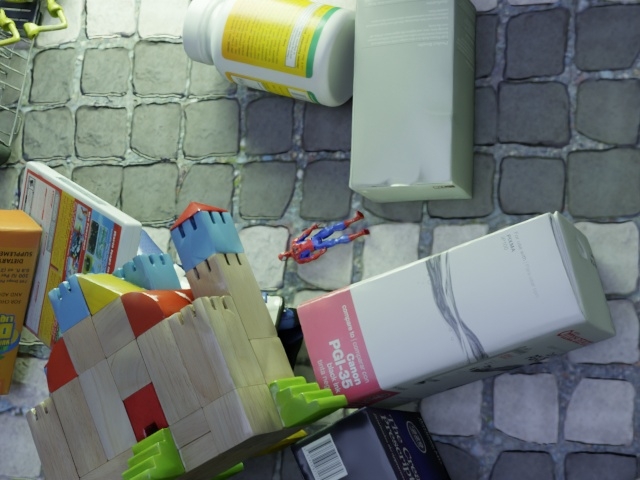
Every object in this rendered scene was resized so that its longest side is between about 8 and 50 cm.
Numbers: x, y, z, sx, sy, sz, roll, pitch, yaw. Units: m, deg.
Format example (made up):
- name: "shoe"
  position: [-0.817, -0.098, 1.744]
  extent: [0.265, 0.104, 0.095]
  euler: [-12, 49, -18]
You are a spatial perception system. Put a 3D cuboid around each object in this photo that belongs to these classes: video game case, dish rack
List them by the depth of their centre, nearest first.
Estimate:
- name: "video game case"
  position: [-0.310, 0.036, 1.475]
  extent: [0.285, 0.025, 0.204]
  euler: [27, 109, 50]
- name: "dish rack"
  position: [-0.495, -0.236, 1.665]
  extent: [0.208, 0.074, 0.272]
  euler: [9, 83, 22]

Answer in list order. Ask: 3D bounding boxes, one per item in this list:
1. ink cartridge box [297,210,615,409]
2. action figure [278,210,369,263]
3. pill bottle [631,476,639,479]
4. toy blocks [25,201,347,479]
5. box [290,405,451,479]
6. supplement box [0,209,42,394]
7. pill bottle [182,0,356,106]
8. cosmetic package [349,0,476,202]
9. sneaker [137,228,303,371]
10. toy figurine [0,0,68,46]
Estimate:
- name: "ink cartridge box"
  position: [0.149, 0.083, 1.268]
  extent: [0.283, 0.207, 0.117]
  euler: [-21, 75, 18]
- name: "action figure"
  position: [0.000, 0.000, 1.444]
  extent: [0.115, 0.030, 0.038]
  euler: [-24, 77, 19]
- name: "pill bottle"
  position: [0.332, 0.298, 1.202]
  extent: [0.221, 0.121, 0.121]
  euler: [-28, 71, 16]
- name: "toy blocks"
  position: [-0.184, 0.132, 1.260]
  extent: [0.381, 0.190, 0.261]
  euler: [-33, 71, 31]
- name: "box"
  position: [0.092, 0.314, 1.265]
  extent: [0.103, 0.184, 0.261]
  euler: [-29, 71, 13]
- name: "supplement box"
  position: [-0.420, 0.080, 1.531]
  extent: [0.080, 0.078, 0.234]
  euler: [34, 115, 46]
- name: "pill bottle"
  position: [-0.058, -0.239, 1.461]
  extent: [0.208, 0.117, 0.118]
  euler: [16, 87, 24]
- name: "cosmetic package"
  position: [0.109, -0.166, 1.390]
  extent: [0.127, 0.107, 0.238]
  euler: [0, 84, 22]
- name: "sneaker"
  position: [-0.117, 0.101, 1.434]
  extent: [0.182, 0.127, 0.316]
  euler: [-34, 66, 2]
- name: "toy figurine"
  position: [-0.524, -0.361, 1.562]
  extent: [0.362, 0.217, 0.191]
  euler: [-13, 51, 9]
